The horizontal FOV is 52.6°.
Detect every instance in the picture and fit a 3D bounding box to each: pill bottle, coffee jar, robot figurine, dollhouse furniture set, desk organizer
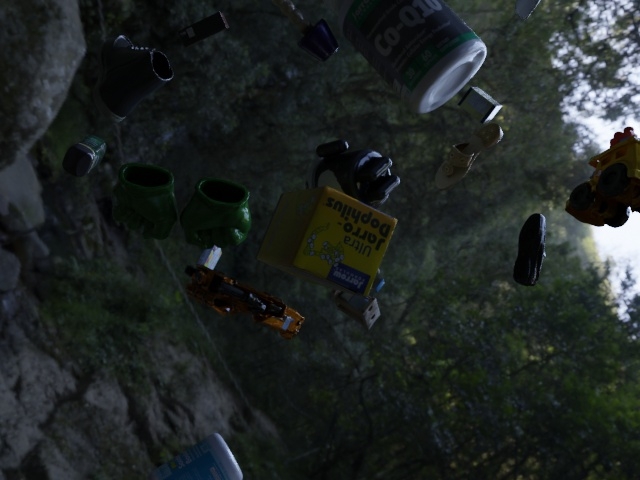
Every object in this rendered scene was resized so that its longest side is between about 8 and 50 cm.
[{"bbox_3d":[0.169,-0.469,1.407,0.361,0.204,0.204,51,-20,14],"label":"pill bottle"},{"bbox_3d":[-0.343,0.622,1.656,0.146,0.264,0.146,49,-23,30],"label":"pill bottle"},{"bbox_3d":[-0.706,-0.253,1.938,0.096,0.079,0.184,-60,-167,14],"label":"coffee jar"},{"bbox_3d":[-0.180,0.139,1.477,0.211,0.085,0.291,18,-8,45],"label":"robot figurine"},{"bbox_3d":[0.081,-0.162,1.811,0.278,0.173,0.209,-1,-95,47],"label":"robot figurine"},{"bbox_3d":[0.147,0.153,2.034,0.129,0.183,0.129,32,-19,26],"label":"dollhouse furniture set"},{"bbox_3d":[-0.319,-0.576,1.771,0.050,0.130,0.047,-82,149,-72],"label":"desk organizer"}]

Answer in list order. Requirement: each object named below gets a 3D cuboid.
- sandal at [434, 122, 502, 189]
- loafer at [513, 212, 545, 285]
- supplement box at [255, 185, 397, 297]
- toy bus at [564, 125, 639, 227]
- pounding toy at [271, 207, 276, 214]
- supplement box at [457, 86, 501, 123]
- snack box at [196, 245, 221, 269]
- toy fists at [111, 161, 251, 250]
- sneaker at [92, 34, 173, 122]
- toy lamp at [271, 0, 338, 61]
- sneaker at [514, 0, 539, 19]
[{"bbox_3d":[0.396,-0.251,1.812,0.079,0.240,0.088,37,14,-47],"label":"sandal"},{"bbox_3d":[0.643,0.029,1.965,0.076,0.078,0.223,6,-98,60],"label":"loafer"},{"bbox_3d":[0.000,0.000,1.568,0.195,0.194,0.356,-68,-162,-6],"label":"supplement box"},{"bbox_3d":[0.713,-0.160,1.565,0.220,0.149,0.211,-37,-143,57],"label":"toy bus"},{"bbox_3d":[-0.049,-0.061,1.892,0.141,0.100,0.130,50,-16,-27],"label":"pounding toy"},{"bbox_3d":[0.412,-0.350,1.673,0.083,0.083,0.056,42,-64,12],"label":"supplement box"},{"bbox_3d":[-0.440,0.071,2.564,0.100,0.037,0.141,91,18,-53],"label":"snack box"},{"bbox_3d":[-0.276,-0.055,1.285,0.142,0.279,0.096,106,-8,-46],"label":"toy fists"},{"bbox_3d":[-0.298,-0.288,1.066,0.083,0.118,0.222,48,19,-42],"label":"sneaker"},{"bbox_3d":[-0.071,-0.483,1.325,0.274,0.080,0.080,45,-8,-17],"label":"toy lamp"},{"bbox_3d":[0.495,-0.695,1.546,0.108,0.169,0.292,-67,-179,-70],"label":"sneaker"}]
